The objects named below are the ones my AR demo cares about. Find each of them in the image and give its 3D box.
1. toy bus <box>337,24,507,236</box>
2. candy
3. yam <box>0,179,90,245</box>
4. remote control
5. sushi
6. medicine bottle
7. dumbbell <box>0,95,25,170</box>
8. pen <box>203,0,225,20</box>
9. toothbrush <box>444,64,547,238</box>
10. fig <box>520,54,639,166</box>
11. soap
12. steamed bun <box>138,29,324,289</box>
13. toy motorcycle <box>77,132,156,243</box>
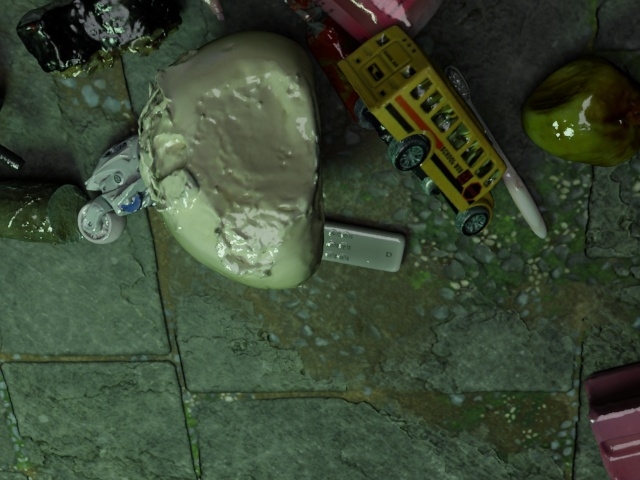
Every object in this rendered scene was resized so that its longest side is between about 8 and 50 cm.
[{"bbox_3d":[0.151,-0.136,1.259,0.123,0.121,0.335,-40,139,9],"label":"toy bus"},{"bbox_3d":[0.044,-0.239,1.307,0.059,0.086,0.292,-22,114,36],"label":"candy"},{"bbox_3d":[-0.460,-0.046,1.464,0.183,0.107,0.107,4,118,9],"label":"yam"},{"bbox_3d":[0.000,0.000,1.470,0.261,0.029,0.067,10,118,2],"label":"remote control"},{"bbox_3d":[-0.301,-0.289,1.291,0.212,0.147,0.115,-20,109,9],"label":"sushi"},{"bbox_3d":[0.036,-0.360,1.213,0.247,0.147,0.147,40,115,-13],"label":"medicine bottle"},{"bbox_3d":[-0.574,-0.198,1.374,0.325,0.143,0.143,33,117,-11],"label":"dumbbell"},{"bbox_3d":[-0.176,-0.389,1.287,0.053,0.032,0.197,-19,111,15],"label":"pen"},{"bbox_3d":[0.258,-0.122,1.373,0.025,0.029,0.307,-30,111,12],"label":"toothbrush"},{"bbox_3d":[0.353,-0.173,1.281,0.165,0.144,0.154,-4,154,18],"label":"fig"},{"bbox_3d":[0.620,0.293,1.492,0.359,0.128,0.233,-16,113,15],"label":"soap"},{"bbox_3d":[-0.113,-0.096,1.262,0.233,0.312,0.334,-2,77,-1],"label":"steamed bun"},{"bbox_3d":[-0.284,-0.099,1.425,0.112,0.112,0.254,39,112,-13],"label":"toy motorcycle"}]
